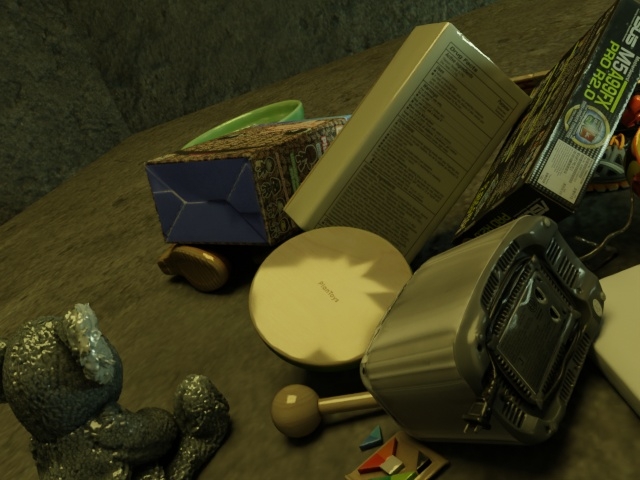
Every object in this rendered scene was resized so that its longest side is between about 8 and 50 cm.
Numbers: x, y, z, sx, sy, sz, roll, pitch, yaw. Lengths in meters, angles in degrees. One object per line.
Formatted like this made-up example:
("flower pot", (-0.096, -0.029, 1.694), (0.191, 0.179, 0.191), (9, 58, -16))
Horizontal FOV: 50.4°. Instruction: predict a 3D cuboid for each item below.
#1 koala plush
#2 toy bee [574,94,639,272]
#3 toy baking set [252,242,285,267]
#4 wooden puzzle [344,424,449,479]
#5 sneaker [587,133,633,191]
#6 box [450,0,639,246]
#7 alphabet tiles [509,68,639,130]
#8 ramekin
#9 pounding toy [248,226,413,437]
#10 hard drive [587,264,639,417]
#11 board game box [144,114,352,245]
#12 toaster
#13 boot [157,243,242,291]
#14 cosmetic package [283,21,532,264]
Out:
("koala plush", (-0.236, 0.168, 0.676), (0.196, 0.221, 0.203), (-13, 24, 23))
("toy bee", (0.381, -0.085, 0.681), (0.299, 0.162, 0.195), (-7, -20, -14))
("toy baking set", (0.002, -0.004, 1.113), (0.256, 0.030, 0.196), (-10, 28, 32))
("wooden puzzle", (0.065, 0.196, 0.586), (0.079, 0.014, 0.116), (-35, 23, -27))
("sneaker", (0.362, -0.114, 0.925), (0.215, 0.083, 0.084), (-11, 23, 25))
("box", (0.269, -0.119, 0.792), (0.270, 0.060, 0.216), (-58, -1, -19))
("alphabet tiles", (0.382, -0.199, 0.988), (0.198, 0.009, 0.237), (-2, -13, 44))
("ramekin", (-0.155, -0.190, 1.544), (0.304, 0.148, 0.303), (-20, 21, 8))
("pounding toy", (0.023, 0.107, 0.761), (0.183, 0.110, 0.236), (-11, 51, 1))
("hard drive", (0.338, 0.090, 0.521), (0.203, 0.040, 0.307), (-22, 21, 4))
("board game box", (-0.099, -0.106, 1.145), (0.232, 0.141, 0.291), (1, 20, 34))
("toaster", (0.135, 0.088, 0.589), (0.146, 0.129, 0.227), (-25, 21, 51))
("boot", (-0.165, -0.006, 1.195), (0.207, 0.090, 0.248), (-37, 21, -26))
("cosmetic package", (0.109, -0.111, 0.895), (0.309, 0.160, 0.113), (-53, 21, 2))
